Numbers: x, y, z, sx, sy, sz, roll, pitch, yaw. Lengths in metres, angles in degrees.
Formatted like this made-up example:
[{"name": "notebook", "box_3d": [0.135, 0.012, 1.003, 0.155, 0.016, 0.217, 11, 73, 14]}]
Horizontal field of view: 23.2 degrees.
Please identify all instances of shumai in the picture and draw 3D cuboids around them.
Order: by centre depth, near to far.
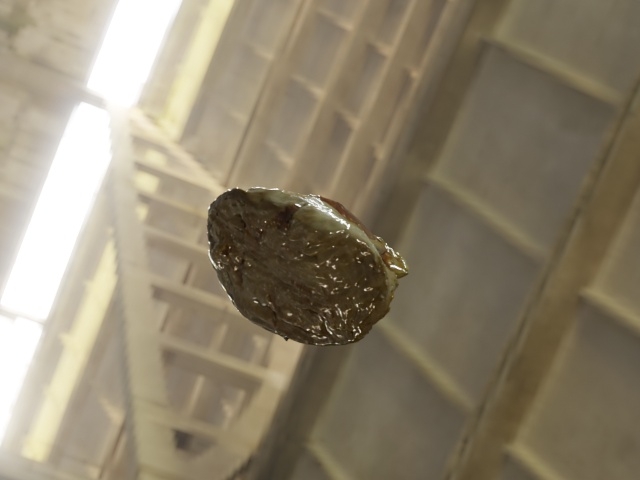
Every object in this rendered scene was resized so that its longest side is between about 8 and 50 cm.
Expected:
[{"name": "shumai", "box_3d": [-0.012, 0.004, 1.049, 0.105, 0.139, 0.123, -69, 147, -53]}]
